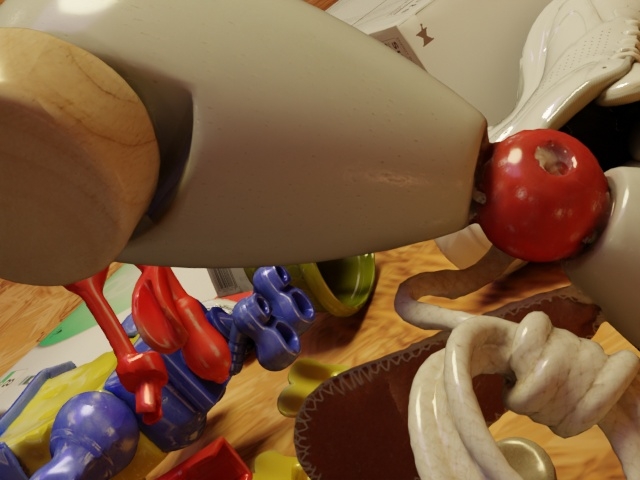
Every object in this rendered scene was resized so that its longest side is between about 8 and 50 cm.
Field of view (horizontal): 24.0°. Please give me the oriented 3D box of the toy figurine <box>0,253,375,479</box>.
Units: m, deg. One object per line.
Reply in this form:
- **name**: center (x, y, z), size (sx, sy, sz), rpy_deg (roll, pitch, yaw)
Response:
- **toy figurine**: center (-0.112, 0.054, 0.801), size (0.217, 0.191, 0.362), rpy_deg (-34, 12, 20)

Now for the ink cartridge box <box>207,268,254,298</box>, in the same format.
- **ink cartridge box**: center (-0.012, 0.003, 0.985), size (0.115, 0.029, 0.063), rpy_deg (-25, 6, -35)

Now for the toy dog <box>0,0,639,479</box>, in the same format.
- **toy dog**: center (0.000, 0.000, 0.539), size (0.220, 0.334, 0.161), rpy_deg (-44, -13, -39)

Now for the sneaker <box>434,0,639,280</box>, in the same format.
- **sneaker**: center (0.155, -0.071, 0.799), size (0.115, 0.090, 0.232), rpy_deg (-18, 30, 51)

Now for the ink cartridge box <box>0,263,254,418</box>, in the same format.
- **ink cartridge box**: center (-0.126, 0.073, 1.027), size (0.181, 0.056, 0.225), rpy_deg (-45, 16, -33)

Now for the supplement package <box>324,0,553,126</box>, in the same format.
- **supplement package**: center (0.077, -0.104, 0.977), size (0.139, 0.134, 0.244), rpy_deg (-39, 14, -18)

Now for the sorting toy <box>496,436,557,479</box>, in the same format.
- **sorting toy**: center (-0.011, 0.145, 0.524), size (0.348, 0.047, 0.196), rpy_deg (-28, 15, 24)

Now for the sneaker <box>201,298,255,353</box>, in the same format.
- **sneaker**: center (-0.056, 0.055, 0.938), size (0.083, 0.032, 0.037), rpy_deg (-16, 25, 15)
